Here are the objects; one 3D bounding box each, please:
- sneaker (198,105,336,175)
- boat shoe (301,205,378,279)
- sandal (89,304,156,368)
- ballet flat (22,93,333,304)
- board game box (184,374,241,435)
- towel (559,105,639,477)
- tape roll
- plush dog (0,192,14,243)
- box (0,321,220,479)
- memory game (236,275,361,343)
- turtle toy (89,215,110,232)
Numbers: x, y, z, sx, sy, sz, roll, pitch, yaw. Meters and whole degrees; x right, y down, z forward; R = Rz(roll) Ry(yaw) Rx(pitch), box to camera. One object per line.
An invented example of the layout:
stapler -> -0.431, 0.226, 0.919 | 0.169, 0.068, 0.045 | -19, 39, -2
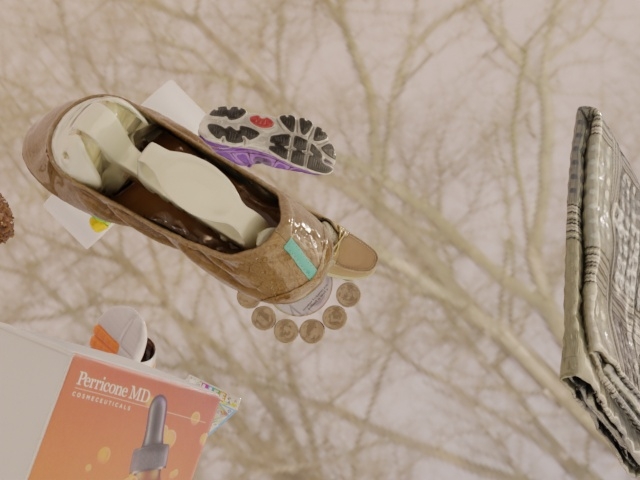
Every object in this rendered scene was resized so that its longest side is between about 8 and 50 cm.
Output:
sneaker -> -0.064, -0.116, 1.536 | 0.170, 0.068, 0.071 | 16, -27, -7
boat shoe -> 0.000, 0.000, 1.278 | 0.045, 0.135, 0.050 | 140, 149, -65
sandal -> -0.278, 0.195, 1.761 | 0.076, 0.102, 0.265 | -5, -49, -40
ballet flat -> -0.142, -0.056, 1.093 | 0.116, 0.342, 0.124 | -53, -26, -12
board game box -> -0.220, 0.300, 2.274 | 0.103, 0.026, 0.154 | 27, -38, -14
towel -> 0.326, 0.063, 1.359 | 0.056, 0.324, 0.312 | -5, -30, 26
tape roll -> -0.297, -0.120, 1.983 | 0.286, 0.100, 0.286 | -44, 7, 7
plush dog -> -0.490, -0.005, 1.493 | 0.262, 0.210, 0.225 | 23, -97, -13
box -> -0.152, 0.143, 0.710 | 0.130, 0.091, 0.170 | 26, -99, -52
memory game -> -0.031, 0.060, 1.842 | 0.186, 0.186, 0.012 | -42, -6, 2
turtle toy -> -0.287, -0.079, 1.691 | 0.095, 0.130, 0.066 | -31, -28, 7
